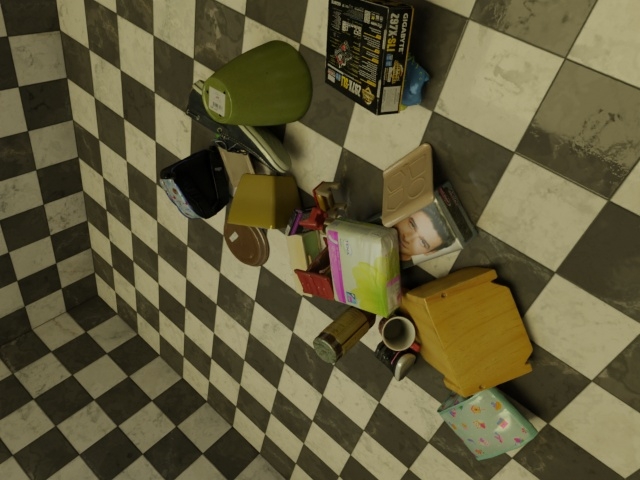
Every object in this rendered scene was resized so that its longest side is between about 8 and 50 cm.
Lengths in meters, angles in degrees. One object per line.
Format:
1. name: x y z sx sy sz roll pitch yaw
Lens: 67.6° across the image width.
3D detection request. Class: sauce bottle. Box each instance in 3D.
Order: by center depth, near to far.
1. sauce bottle: 0.119 0.289 1.664 0.111 0.344 0.111 24 129 33

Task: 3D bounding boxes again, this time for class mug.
1. mug: 0.265 0.331 1.676 0.169 0.113 0.150 124 122 -87

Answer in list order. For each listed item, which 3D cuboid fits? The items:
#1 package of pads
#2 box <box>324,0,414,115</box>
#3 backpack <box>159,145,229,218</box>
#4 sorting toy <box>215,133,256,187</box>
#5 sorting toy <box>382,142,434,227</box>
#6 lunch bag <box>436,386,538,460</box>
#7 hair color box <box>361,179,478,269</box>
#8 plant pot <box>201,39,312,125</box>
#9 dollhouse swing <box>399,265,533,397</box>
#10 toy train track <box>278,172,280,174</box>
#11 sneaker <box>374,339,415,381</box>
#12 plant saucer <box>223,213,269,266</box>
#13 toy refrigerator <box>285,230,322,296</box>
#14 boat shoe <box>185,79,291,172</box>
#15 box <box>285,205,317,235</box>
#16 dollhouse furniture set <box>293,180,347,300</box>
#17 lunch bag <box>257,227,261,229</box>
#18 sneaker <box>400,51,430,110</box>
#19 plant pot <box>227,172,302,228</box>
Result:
1. package of pads: 0.143 0.086 1.531 0.229 0.101 0.296 14 123 39
2. box: 0.114 -0.510 1.279 0.322 0.079 0.257 -130 33 -49
3. backpack: -0.524 -0.221 2.019 0.213 0.276 0.263 -5 118 49
4. sorting toy: -0.322 -0.314 1.919 0.196 0.047 0.347 -7 105 50
5. sorting toy: 0.258 -0.158 1.401 0.038 0.208 0.193 25 142 -30
6. lunch bag: 0.556 0.580 1.584 0.223 0.160 0.262 48 143 10
7. hair color box: 0.275 -0.023 1.502 0.374 0.114 0.185 -26 96 47
8. plant pot: -0.223 -0.480 1.544 0.275 0.293 0.274 22 128 31
9. dollhouse swing: 0.447 0.263 1.560 0.315 0.305 0.346 -24 99 6
10. toy train track: -0.144 -0.275 1.807 0.083 0.014 0.048 -2 106 37
11. sneaker: 0.256 0.419 1.714 0.147 0.104 0.295 38 173 20
12. plant saucer: -0.341 -0.001 2.137 0.278 0.041 0.277 23 129 32
13. toy refrigerator: -0.050 0.077 1.871 0.094 0.102 0.269 13 122 37
14. boat shoe: -0.302 -0.386 1.728 0.500 0.187 0.156 41 106 16
15. box: -0.040 -0.076 1.725 0.029 0.162 0.116 57 142 30
16. dollhouse furniture set: 0.000 0.000 1.657 0.152 0.201 0.374 11 133 37
17. lunch bag: -0.242 -0.092 1.971 0.098 0.065 0.067 38 116 18
18. sneaker: 0.232 -0.475 1.302 0.126 0.091 0.240 -2 105 11
19. plant pot: -0.197 -0.151 1.778 0.212 0.212 0.187 8 100 28
